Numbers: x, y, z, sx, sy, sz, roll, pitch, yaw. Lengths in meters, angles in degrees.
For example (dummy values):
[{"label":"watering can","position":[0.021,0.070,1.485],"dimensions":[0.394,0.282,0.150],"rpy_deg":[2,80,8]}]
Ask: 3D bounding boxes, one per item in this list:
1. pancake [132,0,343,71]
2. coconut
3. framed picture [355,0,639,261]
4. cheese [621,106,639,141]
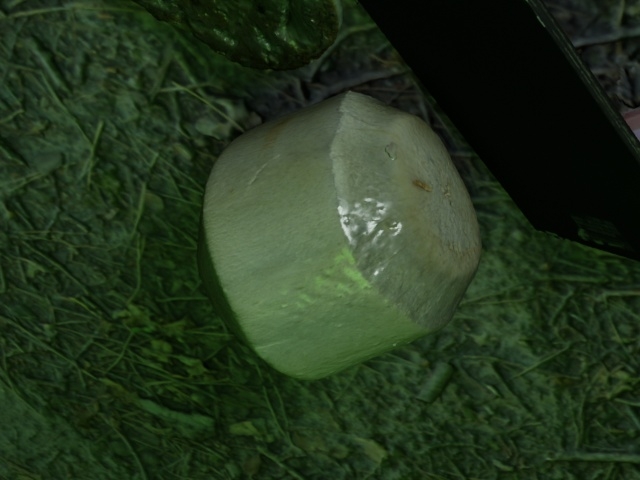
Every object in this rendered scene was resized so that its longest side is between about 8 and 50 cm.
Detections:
[{"label":"pancake","position":[-0.092,-0.232,1.298],"dimensions":[0.253,0.037,0.253],"rpy_deg":[26,154,14]},{"label":"coconut","position":[0.000,0.000,1.422],"dimensions":[0.266,0.237,0.237],"rpy_deg":[-26,123,29]},{"label":"framed picture","position":[0.179,-0.096,1.322],"dimensions":[0.338,0.014,0.255],"rpy_deg":[48,164,-30]},{"label":"cheese","position":[0.351,-0.043,1.391],"dimensions":[0.286,0.074,0.189],"rpy_deg":[18,139,-3]}]
